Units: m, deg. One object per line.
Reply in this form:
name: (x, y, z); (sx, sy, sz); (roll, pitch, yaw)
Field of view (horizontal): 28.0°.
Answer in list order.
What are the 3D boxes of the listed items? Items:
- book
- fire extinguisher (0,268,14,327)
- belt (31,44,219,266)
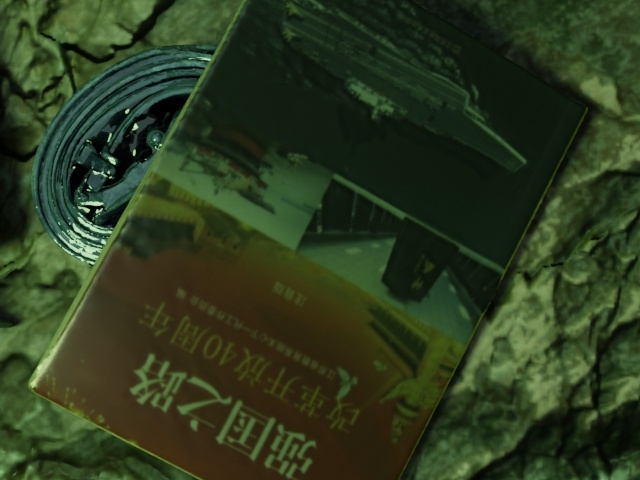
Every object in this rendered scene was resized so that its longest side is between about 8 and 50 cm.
book: (0.000, 0.000, 0.910); (0.262, 0.028, 0.374); (30, 82, -11)
fire extinguisher: (-0.291, -0.065, 0.963); (0.104, 0.105, 0.269); (-13, 77, 3)
belt: (-0.119, -0.060, 0.946); (0.190, 0.082, 0.141); (-37, 83, -3)
